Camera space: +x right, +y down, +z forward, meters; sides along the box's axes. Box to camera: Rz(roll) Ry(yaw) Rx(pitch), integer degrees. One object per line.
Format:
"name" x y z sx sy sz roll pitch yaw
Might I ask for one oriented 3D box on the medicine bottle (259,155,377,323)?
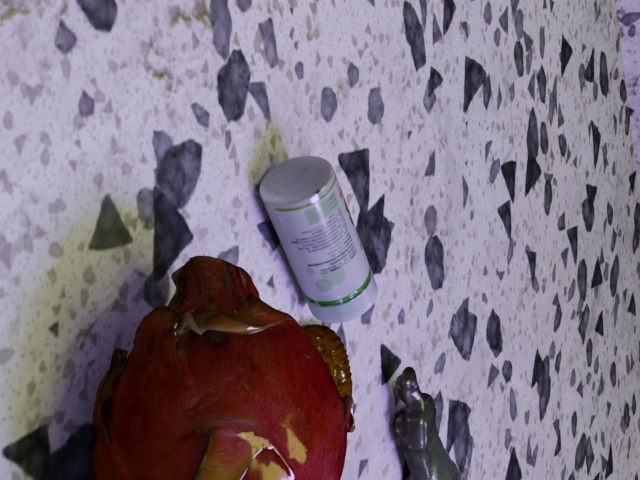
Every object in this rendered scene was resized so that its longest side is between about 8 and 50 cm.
"medicine bottle" 0.000 0.000 1.204 0.086 0.086 0.183 -61 142 -39

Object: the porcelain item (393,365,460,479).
"porcelain item" 0.137 0.266 1.487 0.081 0.069 0.216 -52 136 -41

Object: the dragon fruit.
"dragon fruit" -0.086 0.180 0.931 0.250 0.250 0.315 55 27 -47

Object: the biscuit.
"biscuit" -0.008 0.192 1.265 0.188 0.027 0.188 -4 95 -61
